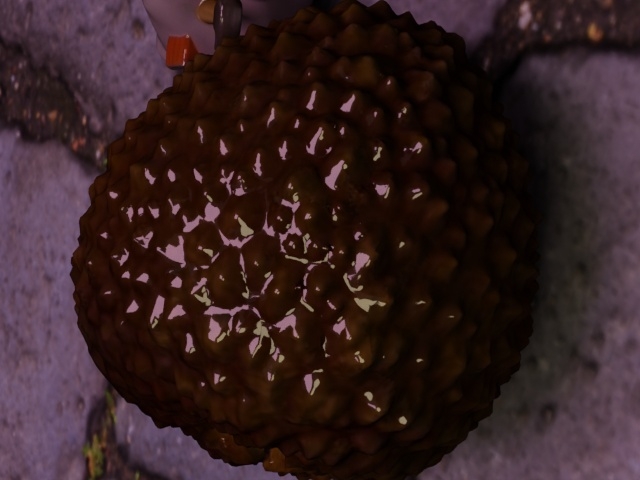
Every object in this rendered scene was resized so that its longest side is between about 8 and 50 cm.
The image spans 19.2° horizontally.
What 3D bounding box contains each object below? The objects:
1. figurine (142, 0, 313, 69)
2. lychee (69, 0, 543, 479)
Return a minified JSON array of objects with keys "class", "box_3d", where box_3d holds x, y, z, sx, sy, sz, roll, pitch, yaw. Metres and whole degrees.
[{"class":"figurine","box_3d":[-0.067,-0.177,1.199,0.137,0.112,0.229,-48,42,27]},{"class":"lychee","box_3d":[0.000,0.000,1.018,0.267,0.267,0.267,-2,87,49]}]
